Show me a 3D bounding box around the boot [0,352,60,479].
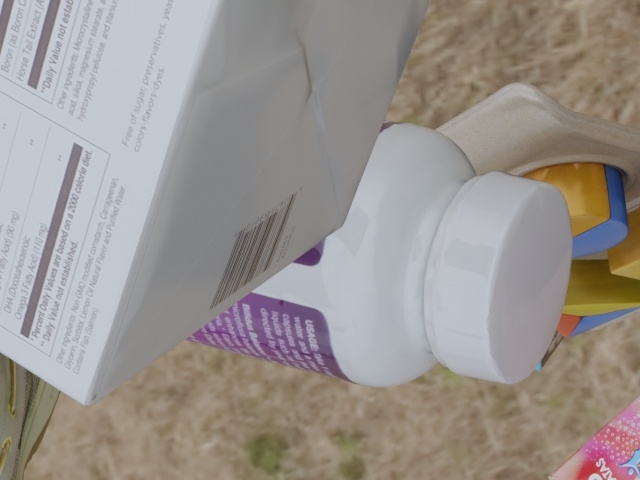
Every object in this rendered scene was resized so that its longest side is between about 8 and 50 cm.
[{"bbox_3d":[-0.219,0.106,0.858,0.077,0.165,0.213,2,63,26],"label":"boot"}]

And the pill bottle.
[{"bbox_3d":[0.000,0.000,1.046,0.301,0.169,0.169,12,108,29],"label":"pill bottle"}]

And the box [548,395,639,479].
[{"bbox_3d":[0.297,0.155,0.975,0.154,0.300,0.142,-47,57,26],"label":"box"}]

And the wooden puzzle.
[{"bbox_3d":[0.203,0.004,1.363,0.322,0.348,0.080,-30,52,49],"label":"wooden puzzle"}]

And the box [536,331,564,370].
[{"bbox_3d":[0.279,0.020,1.799,0.060,0.244,0.100,25,149,27],"label":"box"}]

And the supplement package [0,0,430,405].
[{"bbox_3d":[-0.112,-0.115,0.604,0.263,0.199,0.198,30,120,15],"label":"supplement package"}]
